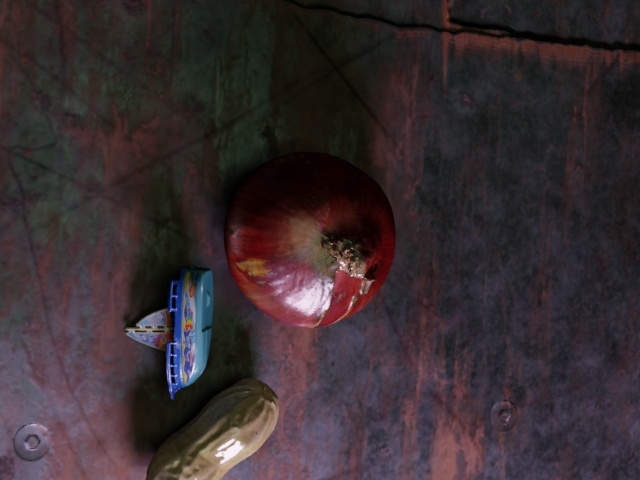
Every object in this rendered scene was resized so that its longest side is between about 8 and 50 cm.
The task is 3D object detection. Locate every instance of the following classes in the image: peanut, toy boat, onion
[{"bbox_3d":[-0.138,0.264,1.645,0.214,0.098,0.090,-42,117,-15],"label":"peanut"},{"bbox_3d":[-0.196,0.116,1.634,0.110,0.091,0.175,3,94,9],"label":"toy boat"},{"bbox_3d":[-0.006,-0.004,1.673,0.248,0.161,0.248,13,66,-31],"label":"onion"}]
